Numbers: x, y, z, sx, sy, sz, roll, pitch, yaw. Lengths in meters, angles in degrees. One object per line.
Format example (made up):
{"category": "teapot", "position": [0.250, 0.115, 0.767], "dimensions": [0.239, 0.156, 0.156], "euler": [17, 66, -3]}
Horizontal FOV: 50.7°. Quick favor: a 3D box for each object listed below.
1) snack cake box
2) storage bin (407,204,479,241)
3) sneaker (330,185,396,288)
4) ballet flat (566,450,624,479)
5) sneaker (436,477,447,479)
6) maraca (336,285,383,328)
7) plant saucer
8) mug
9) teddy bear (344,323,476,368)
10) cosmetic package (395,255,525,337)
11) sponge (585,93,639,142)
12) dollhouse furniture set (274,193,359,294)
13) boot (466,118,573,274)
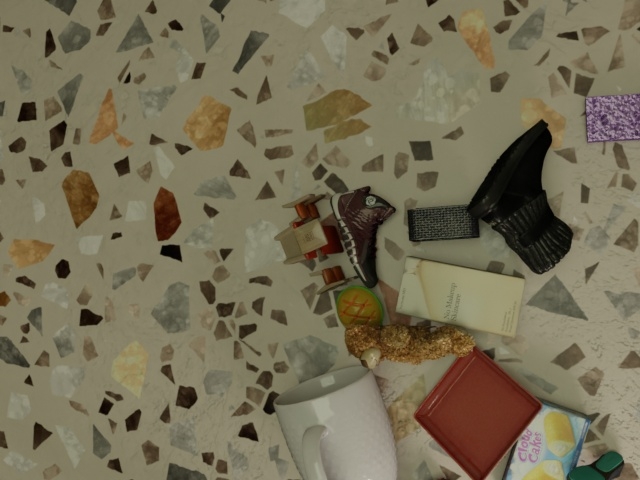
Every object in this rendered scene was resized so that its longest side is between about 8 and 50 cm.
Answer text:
{"category": "snack cake box", "position": [0.564, 0.545, 1.710], "dimensions": [0.152, 0.089, 0.265], "euler": [17, 92, 14]}
{"category": "storage bin", "position": [0.326, -0.044, 1.784], "dimensions": [0.180, 0.122, 0.085], "euler": [-5, 86, 15]}
{"category": "sneaker", "position": [0.143, -0.022, 1.844], "dimensions": [0.162, 0.106, 0.282], "euler": [-22, 81, 10]}
{"category": "ballet flat", "position": [0.669, 0.579, 1.645], "dimensions": [0.074, 0.203, 0.074], "euler": [18, 113, 52]}
{"category": "sneaker", "position": [0.324, 0.746, 1.777], "dimensions": [0.092, 0.088, 0.225], "euler": [-22, 76, 23]}
{"category": "maraca", "position": [0.115, 0.211, 1.844], "dimensions": [0.127, 0.099, 0.186], "euler": [-23, 97, 22]}
{"category": "plant saucer", "position": [0.405, 0.441, 1.734], "dimensions": [0.259, 0.047, 0.258], "euler": [-54, 48, 7]}
{"category": "mug", "position": [0.045, 0.533, 1.706], "dimensions": [0.276, 0.374, 0.328], "euler": [-20, 89, 17]}
{"category": "teddy bear", "position": [0.229, 0.273, 1.731], "dimensions": [0.337, 0.245, 0.113], "euler": [3, 78, -8]}
{"category": "cosmetic package", "position": [0.367, 0.144, 1.771], "dimensions": [0.309, 0.113, 0.160], "euler": [10, 90, 14]}
{"category": "sponge", "position": [0.788, -0.314, 1.719], "dimensions": [0.209, 0.031, 0.117], "euler": [-2, 87, 15]}
{"category": "dollhouse furniture set", "position": [0.000, 0.000, 1.800], "dimensions": [0.135, 0.259, 0.262], "euler": [-24, 83, 22]}
{"category": "boot", "position": [0.551, -0.112, 1.716], "dimensions": [0.260, 0.131, 0.348], "euler": [38, 73, -4]}
